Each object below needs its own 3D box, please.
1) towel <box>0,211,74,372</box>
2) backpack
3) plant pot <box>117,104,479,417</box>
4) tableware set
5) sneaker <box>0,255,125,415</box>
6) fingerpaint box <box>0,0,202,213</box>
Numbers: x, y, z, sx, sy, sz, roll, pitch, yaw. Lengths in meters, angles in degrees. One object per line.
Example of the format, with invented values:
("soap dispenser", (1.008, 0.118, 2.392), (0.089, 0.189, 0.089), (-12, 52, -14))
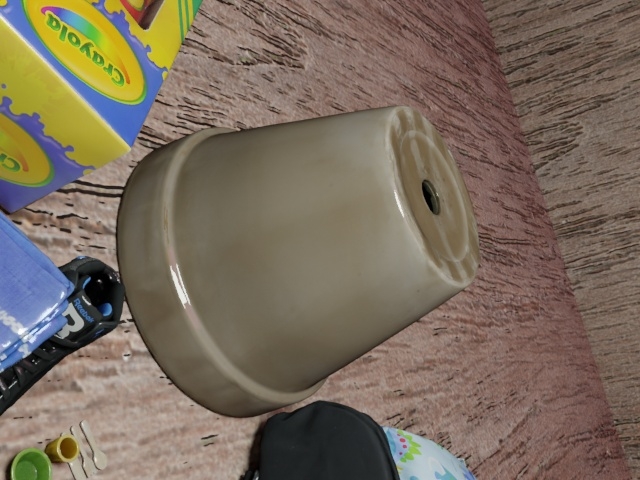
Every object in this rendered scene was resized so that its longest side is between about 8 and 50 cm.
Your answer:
("towel", (-0.320, 0.032, 0.403), (0.243, 0.040, 0.336), (47, 42, 1))
("backpack", (0.099, 0.365, 0.834), (0.290, 0.273, 0.355), (-93, 163, -54))
("plant pot", (0.000, 0.000, 0.835), (0.323, 0.280, 0.323), (35, 45, -45))
("tableware set", (-0.188, 0.227, 0.637), (0.104, 0.024, 0.154), (-25, 94, -60))
("sneaker", (-0.222, 0.076, 0.574), (0.079, 0.121, 0.217), (57, 32, -19))
("fingerpaint box", (-0.299, -0.311, 0.646), (0.445, 0.163, 0.371), (49, 35, -32))
